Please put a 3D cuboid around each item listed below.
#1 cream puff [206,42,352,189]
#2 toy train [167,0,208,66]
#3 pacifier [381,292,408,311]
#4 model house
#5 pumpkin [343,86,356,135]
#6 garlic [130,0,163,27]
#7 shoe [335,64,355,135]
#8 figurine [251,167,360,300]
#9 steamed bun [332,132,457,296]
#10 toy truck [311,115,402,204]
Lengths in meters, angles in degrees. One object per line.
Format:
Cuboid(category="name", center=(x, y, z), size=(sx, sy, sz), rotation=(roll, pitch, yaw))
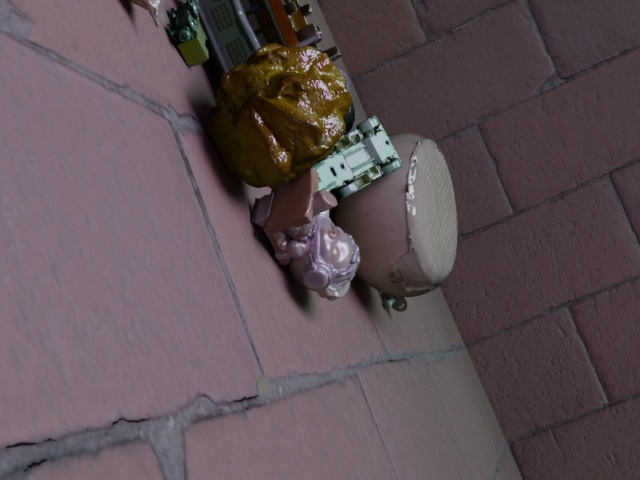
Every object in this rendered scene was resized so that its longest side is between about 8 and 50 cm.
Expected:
Cuboid(category="cream puff", center=(-0.068, -0.195, 1.301), size=(0.196, 0.244, 0.244), rotation=(51, 14, -7))
Cuboid(category="toy train", center=(-0.213, -0.343, 1.361), size=(0.122, 0.050, 0.081), rotation=(-99, 165, -53))
Cuboid(category="pacifier", center=(0.176, 0.151, 2.079), size=(0.083, 0.068, 0.064), rotation=(50, 45, 7))
Cuboid(category="model house", center=(-0.105, -0.371, 1.475), size=(0.224, 0.215, 0.198), rotation=(67, 15, 4))
Cuboid(category="pumpkin", center=(-0.003, -0.322, 1.974), size=(0.190, 0.146, 0.190), rotation=(59, 16, -29))
Cuboid(category="garlic", center=(-0.269, -0.379, 1.182), size=(0.152, 0.066, 0.084), rotation=(56, 42, -25))
Cuboid(category="shoe", center=(0.013, -0.324, 2.169), size=(0.095, 0.137, 0.245), rotation=(28, -41, 32))
Cuboid(category="figurine", center=(-0.003, 0.001, 1.363), size=(0.162, 0.141, 0.237), rotation=(-83, 150, -44))
Cuboid(category="steamed bun", center=(0.159, -0.054, 1.868), size=(0.374, 0.241, 0.374), rotation=(13, 75, -62))
Cuboid(category="toy truck", center=(0.030, -0.143, 1.634), size=(0.128, 0.259, 0.135), rotation=(61, -29, -3))
